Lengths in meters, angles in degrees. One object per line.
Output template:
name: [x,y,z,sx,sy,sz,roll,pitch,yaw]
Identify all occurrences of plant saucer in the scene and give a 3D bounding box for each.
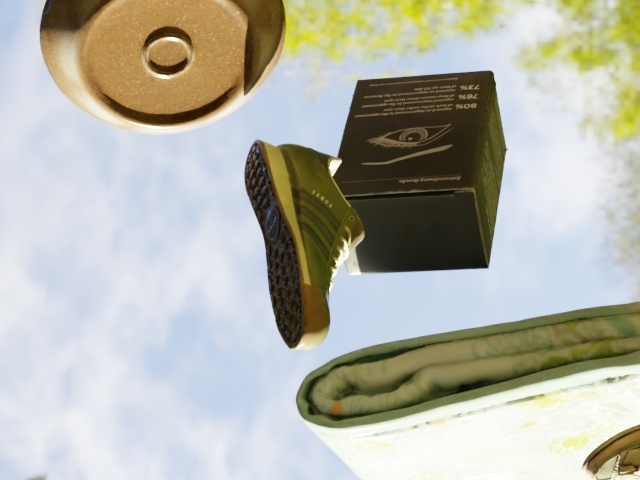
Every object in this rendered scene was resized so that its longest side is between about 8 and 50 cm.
plant saucer: [-0.123,-0.156,1.315,0.198,0.198,0.036,57,-168,-39]

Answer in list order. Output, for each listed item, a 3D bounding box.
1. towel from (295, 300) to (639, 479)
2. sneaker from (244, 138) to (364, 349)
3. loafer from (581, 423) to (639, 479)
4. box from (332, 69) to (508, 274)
towel: [0.197,0.185,1.666,0.320,0.374,0.090,56,-152,-56]
sneaker: [0.000,0.000,1.329,0.086,0.064,0.192,2,-125,-25]
loafer: [0.277,0.177,1.382,0.125,0.039,0.045,-17,-41,-30]
box: [0.103,-0.071,1.698,0.207,0.153,0.108,-74,-24,-47]
